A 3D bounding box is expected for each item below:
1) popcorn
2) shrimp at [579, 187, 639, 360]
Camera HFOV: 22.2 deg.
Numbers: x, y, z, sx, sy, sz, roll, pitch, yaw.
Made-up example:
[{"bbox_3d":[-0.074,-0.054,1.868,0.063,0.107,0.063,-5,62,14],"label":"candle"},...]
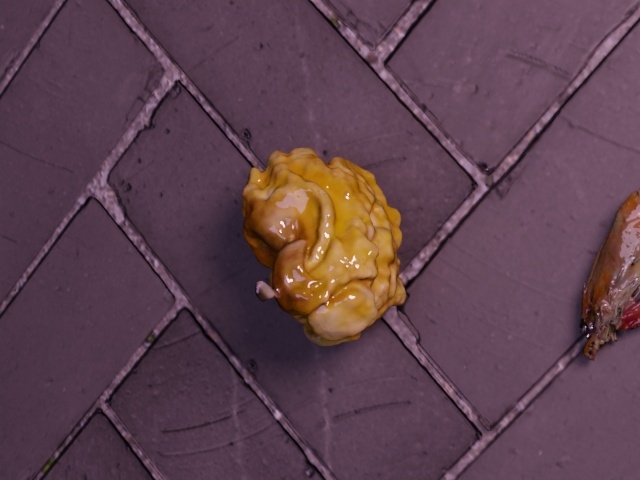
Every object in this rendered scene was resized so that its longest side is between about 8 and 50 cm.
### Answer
[{"bbox_3d":[0.010,0.010,1.526,0.140,0.163,0.194,-33,44,12],"label":"popcorn"},{"bbox_3d":[0.281,0.029,1.408,0.101,0.042,0.190,37,112,16],"label":"shrimp"}]
